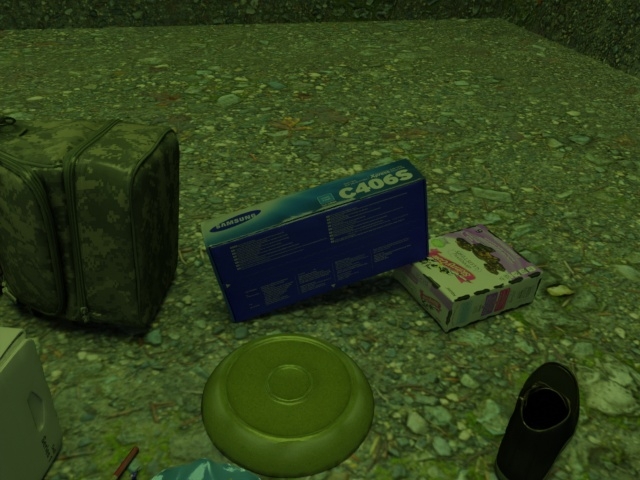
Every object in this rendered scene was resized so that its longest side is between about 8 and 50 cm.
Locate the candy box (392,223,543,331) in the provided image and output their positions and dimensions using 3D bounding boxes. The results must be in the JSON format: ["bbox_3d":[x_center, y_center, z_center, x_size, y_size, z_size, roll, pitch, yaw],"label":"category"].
[{"bbox_3d":[0.254,0.059,0.978,0.196,0.070,0.165,-14,39,-24],"label":"candy box"}]

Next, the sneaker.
[{"bbox_3d":[0.302,0.211,0.723,0.083,0.118,0.222,22,39,24],"label":"sneaker"}]

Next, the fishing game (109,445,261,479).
[{"bbox_3d":[-0.136,0.313,0.602,0.264,0.041,0.189,14,34,15],"label":"fishing game"}]

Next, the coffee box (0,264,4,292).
[{"bbox_3d":[-0.640,0.023,0.916,0.246,0.098,0.141,16,37,17],"label":"coffee box"}]

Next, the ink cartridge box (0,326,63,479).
[{"bbox_3d":[-0.455,0.190,0.603,0.278,0.201,0.117,6,35,2],"label":"ink cartridge box"}]

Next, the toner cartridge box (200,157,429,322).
[{"bbox_3d":[0.000,0.000,0.895,0.347,0.165,0.075,-18,38,-9],"label":"toner cartridge box"}]

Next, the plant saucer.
[{"bbox_3d":[-0.044,0.206,0.767,0.240,0.037,0.241,2,34,-2],"label":"plant saucer"}]

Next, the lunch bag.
[{"bbox_3d":[-0.366,-0.029,0.850,0.255,0.305,0.213,9,32,1],"label":"lunch bag"}]
